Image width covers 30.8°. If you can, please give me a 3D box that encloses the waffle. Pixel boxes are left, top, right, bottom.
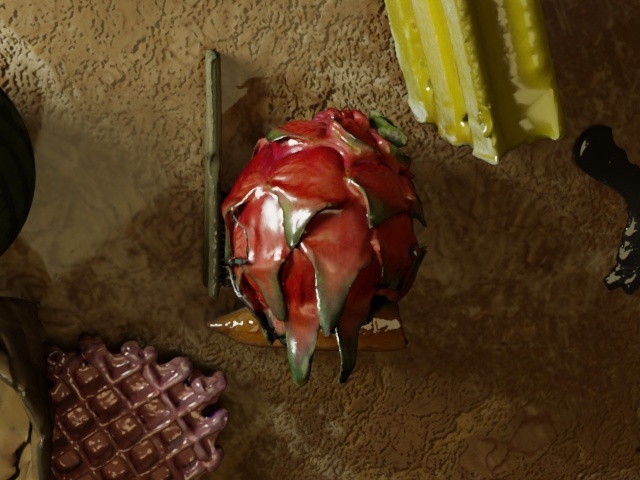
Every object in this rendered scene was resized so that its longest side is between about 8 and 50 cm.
[{"bbox_3d":[-0.209,0.211,1.211,0.221,0.055,0.234,14,109,-14],"label":"waffle"}]

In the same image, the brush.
[{"bbox_3d":[-0.098,-0.064,1.140,0.036,0.043,0.248,-5,111,-18],"label":"brush"}]

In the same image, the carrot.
[{"bbox_3d":[-0.014,0.085,1.198,0.205,0.072,0.072,-3,111,-9],"label":"carrot"}]

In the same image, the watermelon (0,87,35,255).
[{"bbox_3d":[-0.348,-0.061,0.998,0.212,0.212,0.212,-4,111,-11],"label":"watermelon"}]

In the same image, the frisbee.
[{"bbox_3d":[0.359,-0.026,1.266,0.211,0.012,0.187,5,110,-15],"label":"frisbee"}]

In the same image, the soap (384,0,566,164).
[{"bbox_3d":[0.118,-0.242,1.036,0.091,0.199,0.315,-20,111,-11],"label":"soap"}]

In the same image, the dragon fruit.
[{"bbox_3d":[0.000,0.000,1.097,0.193,0.192,0.274,18,83,8],"label":"dragon fruit"}]

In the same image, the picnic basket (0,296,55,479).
[{"bbox_3d":[-0.406,0.190,1.004,0.337,0.337,0.293,8,111,-15],"label":"picnic basket"}]
